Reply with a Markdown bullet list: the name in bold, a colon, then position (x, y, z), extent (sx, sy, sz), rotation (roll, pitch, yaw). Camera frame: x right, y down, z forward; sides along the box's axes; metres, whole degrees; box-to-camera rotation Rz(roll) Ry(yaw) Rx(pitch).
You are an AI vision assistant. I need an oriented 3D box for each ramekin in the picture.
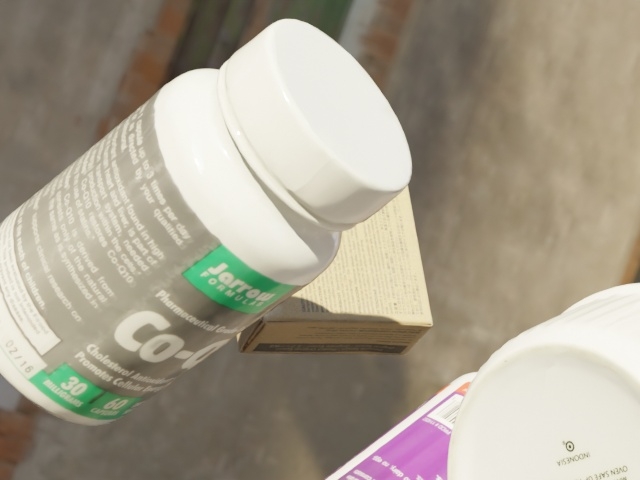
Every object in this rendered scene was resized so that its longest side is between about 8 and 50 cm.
- **ramekin**: position (0.208, 0.168, 1.251), extent (0.273, 0.273, 0.127), rotation (18, 15, 42)

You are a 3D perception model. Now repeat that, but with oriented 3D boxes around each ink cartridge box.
- **ink cartridge box**: position (0.000, 0.000, 1.874), extent (0.193, 0.235, 0.088), rotation (3, -28, -21)

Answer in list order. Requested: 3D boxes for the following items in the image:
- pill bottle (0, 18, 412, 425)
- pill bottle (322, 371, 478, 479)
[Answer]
- **pill bottle**: position (-0.112, -0.014, 1.501), extent (0.204, 0.361, 0.204), rotation (39, 30, -27)
- **pill bottle**: position (0.069, 0.265, 1.511), extent (0.181, 0.323, 0.181), rotation (44, -25, 26)
